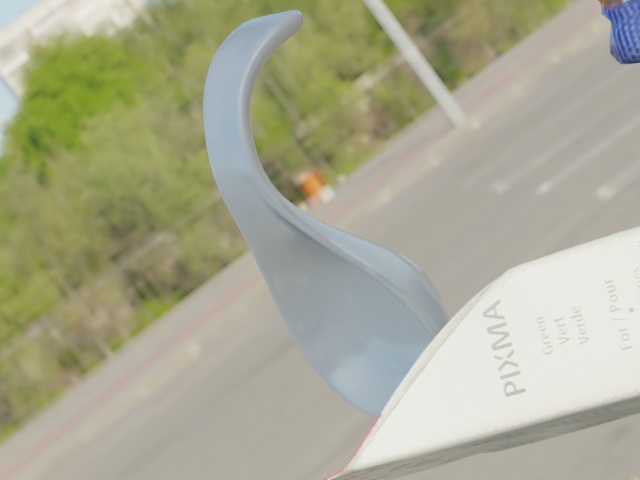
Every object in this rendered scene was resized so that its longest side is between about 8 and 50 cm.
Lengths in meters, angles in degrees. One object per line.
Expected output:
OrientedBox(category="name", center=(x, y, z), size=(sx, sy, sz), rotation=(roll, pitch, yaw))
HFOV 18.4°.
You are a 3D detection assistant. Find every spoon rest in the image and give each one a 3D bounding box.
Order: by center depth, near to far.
OrientedBox(category="spoon rest", center=(0.000, 0.000, 1.221), size=(0.084, 0.276, 0.137), rotation=(-36, 18, -35))

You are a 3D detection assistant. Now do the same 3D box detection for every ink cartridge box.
OrientedBox(category="ink cartridge box", center=(0.063, 0.044, 0.667), size=(0.224, 0.056, 0.181), rotation=(-16, -9, 17))

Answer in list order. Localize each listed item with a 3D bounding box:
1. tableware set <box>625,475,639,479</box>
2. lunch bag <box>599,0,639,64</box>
OrientedBox(category="tableware set", center=(0.168, 0.170, 0.972), size=(0.141, 0.020, 0.168), rotation=(20, 44, 39))
OrientedBox(category="lunch bag", center=(0.101, -0.276, 0.594), size=(0.239, 0.328, 0.385), rotation=(-30, 13, 29))
